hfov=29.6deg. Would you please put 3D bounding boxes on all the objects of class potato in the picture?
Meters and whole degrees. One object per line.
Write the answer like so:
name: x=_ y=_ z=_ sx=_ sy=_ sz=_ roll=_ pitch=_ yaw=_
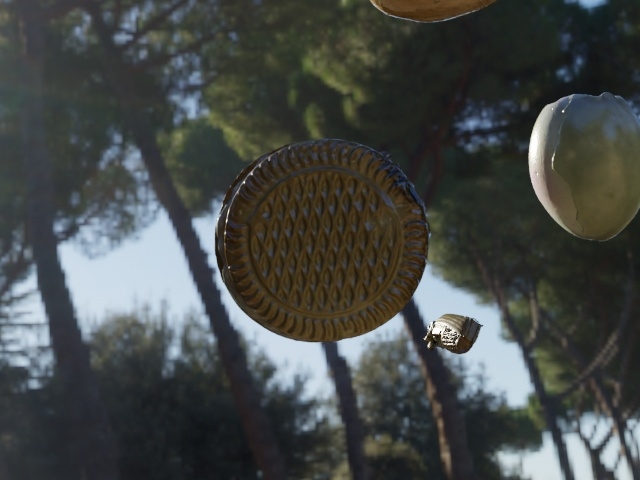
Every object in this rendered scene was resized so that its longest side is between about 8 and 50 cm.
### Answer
potato: x=0.107 y=-0.252 z=1.084 sx=0.147 sy=0.112 sz=0.112 roll=-9 pitch=-16 yaw=5

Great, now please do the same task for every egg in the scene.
egg: x=0.410 y=-0.107 z=1.840 sx=0.183 sy=0.217 sz=0.183 roll=-3 pitch=-9 yaw=0

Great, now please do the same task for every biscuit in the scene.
biscuit: x=0.000 y=0.000 z=1.423 sx=0.259 sy=0.259 sz=0.079 roll=-6 pitch=-1 yaw=6

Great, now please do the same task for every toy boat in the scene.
toy boat: x=0.172 y=0.127 z=1.608 sx=0.047 sy=0.049 sz=0.149 roll=34 pitch=-11 yaw=-9
